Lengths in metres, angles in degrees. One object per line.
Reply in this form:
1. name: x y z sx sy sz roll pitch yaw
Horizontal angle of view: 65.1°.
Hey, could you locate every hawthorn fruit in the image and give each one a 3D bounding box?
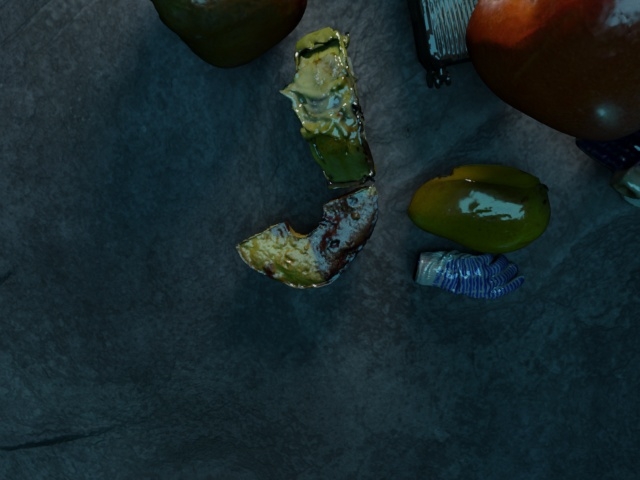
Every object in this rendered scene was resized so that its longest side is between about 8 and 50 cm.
1. hawthorn fruit: -0.133 -0.442 0.816 0.301 0.268 0.267 -20 104 5

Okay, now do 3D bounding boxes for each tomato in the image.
1. tomato: 0.372 -0.302 0.656 0.273 0.341 0.341 32 107 -23

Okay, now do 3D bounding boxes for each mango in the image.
1. mango: 0.303 -0.061 0.962 0.262 0.130 0.167 11 112 7

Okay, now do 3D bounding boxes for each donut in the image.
1. donut: 0.000 0.000 1.013 0.295 0.112 0.151 -24 106 12

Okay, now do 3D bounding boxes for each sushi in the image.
1. sushi: 0.017 -0.239 0.936 0.139 0.131 0.291 -10 106 18

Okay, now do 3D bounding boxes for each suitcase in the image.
1. suitcase: 0.244 -0.436 0.854 0.202 0.128 0.312 -13 107 6

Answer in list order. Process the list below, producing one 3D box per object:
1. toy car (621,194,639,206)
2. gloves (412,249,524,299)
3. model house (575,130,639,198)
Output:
1. toy car: 0.666 -0.145 0.946 0.205 0.056 0.095 -42 100 13
2. gloves: 0.302 0.071 1.026 0.229 0.097 0.119 1 136 -1
3. model house: 0.569 -0.203 0.780 0.243 0.298 0.284 32 97 7
